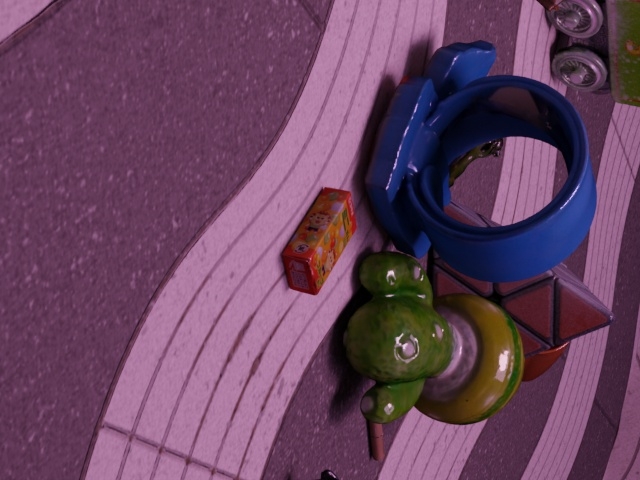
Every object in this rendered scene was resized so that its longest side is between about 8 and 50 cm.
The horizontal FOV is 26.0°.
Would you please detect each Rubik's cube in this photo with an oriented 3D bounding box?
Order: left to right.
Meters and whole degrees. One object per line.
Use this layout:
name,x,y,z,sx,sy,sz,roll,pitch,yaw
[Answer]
Rubik's cube,0.275,0.072,2.060,0.229,0.233,0.228,103,-19,-63

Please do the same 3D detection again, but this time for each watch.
watch,0.227,-0.109,1.781,0.305,0.274,0.241,-65,153,-17

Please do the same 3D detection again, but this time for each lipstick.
lipstick,0.079,0.271,1.948,0.019,0.019,0.094,-53,147,-44

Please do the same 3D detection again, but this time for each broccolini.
broccolini,0.225,-0.120,2.052,0.071,0.057,0.254,50,36,-6

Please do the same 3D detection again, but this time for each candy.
candy,0.000,0.000,1.615,0.122,0.038,0.062,-59,150,-38

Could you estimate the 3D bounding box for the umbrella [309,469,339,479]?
umbrella,0.002,0.367,1.772,0.224,0.080,0.071,80,-3,-47

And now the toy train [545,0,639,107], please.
toy train,0.522,-0.372,2.359,0.173,0.249,0.307,-60,151,-31

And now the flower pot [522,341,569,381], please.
flower pot,0.322,0.142,2.251,0.173,0.190,0.191,89,24,-57

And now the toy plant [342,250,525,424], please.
toy plant,0.132,0.146,1.870,0.316,0.184,0.224,23,75,-50

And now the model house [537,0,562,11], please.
model house,0.382,-0.520,2.038,0.326,0.244,0.169,-41,150,0
